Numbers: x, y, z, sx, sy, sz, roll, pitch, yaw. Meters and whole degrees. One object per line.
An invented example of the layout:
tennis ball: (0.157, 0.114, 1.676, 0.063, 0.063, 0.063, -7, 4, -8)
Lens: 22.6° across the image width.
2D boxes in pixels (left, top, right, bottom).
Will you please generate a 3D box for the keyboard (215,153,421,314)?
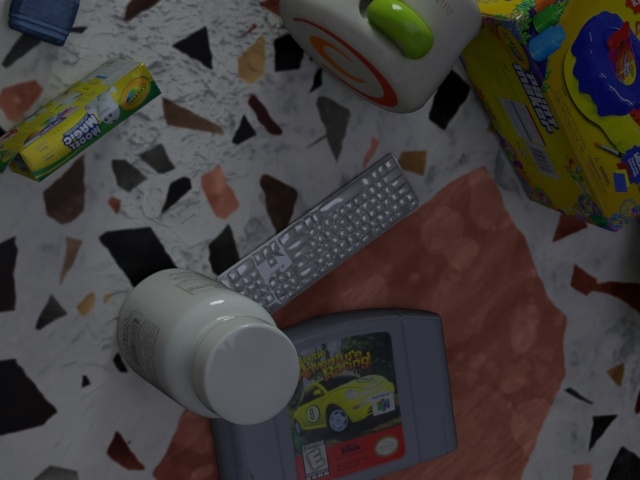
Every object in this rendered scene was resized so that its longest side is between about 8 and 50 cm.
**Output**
keyboard: (0.000, 0.000, 1.802, 0.256, 0.014, 0.072, -36, 112, -17)

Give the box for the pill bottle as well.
pill bottle: (-0.114, 0.111, 1.644, 0.131, 0.229, 0.131, -5, 102, -25)

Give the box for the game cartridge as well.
game cartridge: (0.017, 0.184, 1.823, 0.294, 0.060, 0.196, -15, 101, -23)

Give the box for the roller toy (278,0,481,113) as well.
roller toy: (0.065, -0.244, 1.695, 0.146, 0.209, 0.191, -52, 151, -9)

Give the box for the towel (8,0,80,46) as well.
towel: (-0.271, -0.262, 1.615, 0.067, 0.029, 0.120, 19, 91, -28)

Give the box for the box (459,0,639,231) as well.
box: (0.330, -0.219, 1.819, 0.279, 0.177, 0.290, -38, 118, -14)

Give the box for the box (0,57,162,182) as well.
box: (-0.254, -0.116, 1.606, 0.179, 0.105, 0.043, -36, 112, -16)
